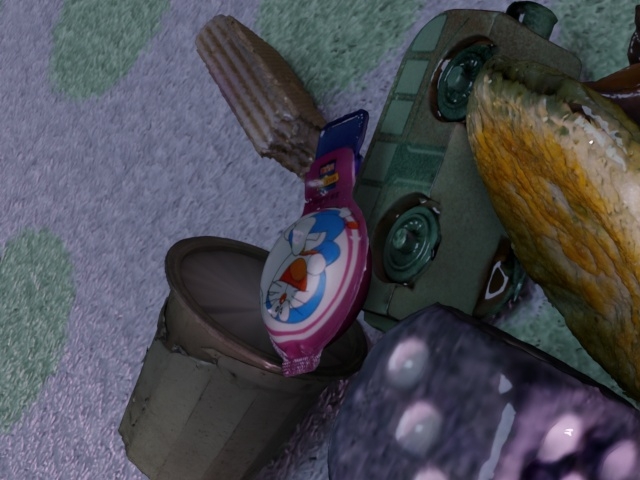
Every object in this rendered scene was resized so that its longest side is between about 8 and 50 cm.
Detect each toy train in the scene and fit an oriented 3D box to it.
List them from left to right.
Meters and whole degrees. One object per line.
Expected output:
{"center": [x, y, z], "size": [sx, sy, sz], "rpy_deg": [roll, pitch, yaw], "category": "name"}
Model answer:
{"center": [0.121, -0.061, 1.337], "size": [0.159, 0.129, 0.326], "rpy_deg": [14, 82, 55], "category": "toy train"}

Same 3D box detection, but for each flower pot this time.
{"center": [-0.097, 0.131, 1.426], "size": [0.202, 0.212, 0.212], "rpy_deg": [-56, 40, 22], "category": "flower pot"}

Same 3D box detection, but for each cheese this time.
{"center": [0.000, 0.000, 1.304], "size": [0.155, 0.062, 0.244], "rpy_deg": [-16, 58, 54], "category": "cheese"}

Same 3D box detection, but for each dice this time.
{"center": [0.131, 0.166, 1.166], "size": [0.182, 0.181, 0.183], "rpy_deg": [27, 90, 50], "category": "dice"}

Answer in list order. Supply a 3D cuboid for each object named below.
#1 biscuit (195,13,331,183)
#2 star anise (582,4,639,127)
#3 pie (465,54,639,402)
{"center": [-0.050, -0.148, 1.577], "size": [0.062, 0.108, 0.239], "rpy_deg": [-45, 43, 14], "category": "biscuit"}
{"center": [0.302, -0.082, 1.138], "size": [0.214, 0.099, 0.220], "rpy_deg": [9, 49, 15], "category": "star anise"}
{"center": [0.207, -0.010, 1.128], "size": [0.070, 0.323, 0.323], "rpy_deg": [-29, 43, -8], "category": "pie"}
